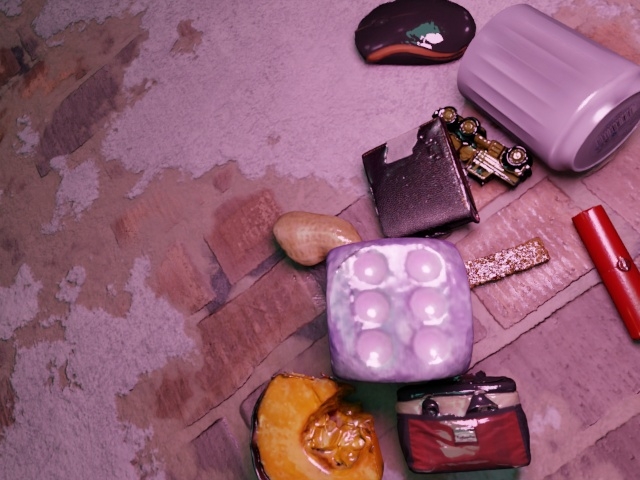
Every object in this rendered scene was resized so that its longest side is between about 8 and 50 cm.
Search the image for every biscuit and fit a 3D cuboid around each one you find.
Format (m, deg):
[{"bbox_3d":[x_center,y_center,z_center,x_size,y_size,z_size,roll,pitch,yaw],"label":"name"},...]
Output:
[{"bbox_3d":[0.411,0.053,1.062,0.199,0.034,0.064,-22,71,13],"label":"biscuit"}]

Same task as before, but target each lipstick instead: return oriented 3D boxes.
[{"bbox_3d":[0.615,0.063,0.971,0.073,0.073,0.279,-22,71,12],"label":"lipstick"}]

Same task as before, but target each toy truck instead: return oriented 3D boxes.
[{"bbox_3d":[0.368,-0.208,1.104,0.257,0.127,0.127,35,104,23],"label":"toy truck"}]

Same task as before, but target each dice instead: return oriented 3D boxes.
[{"bbox_3d":[0.151,0.143,0.973,0.271,0.271,0.269,-4,80,3],"label":"dice"}]

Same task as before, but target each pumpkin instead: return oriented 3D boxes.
[{"bbox_3d":[-0.009,0.425,1.005,0.257,0.225,0.303,-25,69,9],"label":"pumpkin"}]

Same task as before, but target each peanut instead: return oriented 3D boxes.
[{"bbox_3d":[0.000,0.000,1.175,0.254,0.122,0.137,6,90,16],"label":"peanut"}]

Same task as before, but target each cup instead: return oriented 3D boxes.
[{"bbox_3d":[0.524,-0.333,1.020,0.323,0.236,0.326,-21,54,-24],"label":"cup"}]

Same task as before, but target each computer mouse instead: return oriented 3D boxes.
[{"bbox_3d":[0.242,-0.558,1.242,0.324,0.116,0.182,7,73,21],"label":"computer mouse"}]

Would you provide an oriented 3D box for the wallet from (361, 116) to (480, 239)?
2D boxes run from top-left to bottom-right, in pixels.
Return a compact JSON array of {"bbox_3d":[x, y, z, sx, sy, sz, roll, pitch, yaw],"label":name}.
[{"bbox_3d":[0.226,-0.129,1.102,0.221,0.071,0.262,-22,80,33],"label":"wallet"}]

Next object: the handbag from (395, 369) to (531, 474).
[{"bbox_3d":[0.281,0.361,0.950,0.255,0.181,0.181,-11,75,13],"label":"handbag"}]
